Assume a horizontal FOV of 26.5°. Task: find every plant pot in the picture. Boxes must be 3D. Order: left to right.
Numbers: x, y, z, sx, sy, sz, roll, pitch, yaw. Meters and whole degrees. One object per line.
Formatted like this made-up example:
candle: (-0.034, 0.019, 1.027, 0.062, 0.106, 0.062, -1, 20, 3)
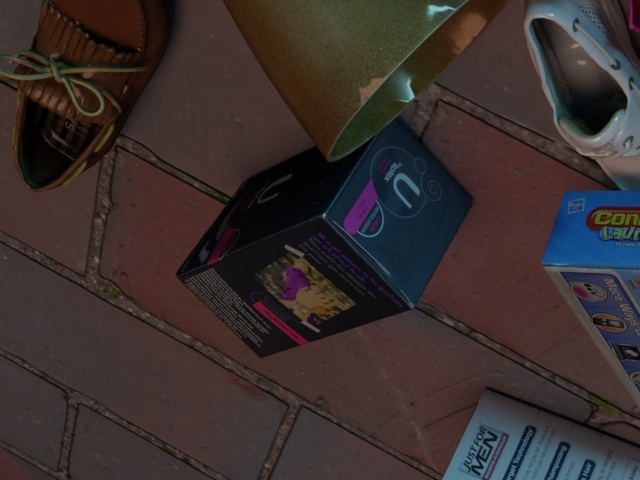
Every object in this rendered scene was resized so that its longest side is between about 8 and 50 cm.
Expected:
plant pot: (0.005, -0.237, 1.149, 0.254, 0.237, 0.237, 46, 145, 6)

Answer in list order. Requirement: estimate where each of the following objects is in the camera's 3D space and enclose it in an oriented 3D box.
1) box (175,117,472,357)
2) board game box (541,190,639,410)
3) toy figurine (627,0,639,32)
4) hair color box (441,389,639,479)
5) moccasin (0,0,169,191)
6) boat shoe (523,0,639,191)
box: (0.000, 0.000, 1.451, 0.143, 0.165, 0.270, 46, 142, -19)
board game box: (0.404, 0.074, 1.252, 0.301, 0.086, 0.308, 1, 147, 35)
toy figurine: (0.312, -0.170, 1.056, 0.159, 0.130, 0.173, 38, 178, 10)
hair color box: (0.318, 0.325, 1.590, 0.347, 0.174, 0.105, 20, 144, 17)
moccasin: (-0.265, -0.179, 1.454, 0.139, 0.147, 0.380, 36, 144, -5)
boat shoe: (0.247, -0.113, 1.194, 0.098, 0.096, 0.277, -13, 126, 41)
